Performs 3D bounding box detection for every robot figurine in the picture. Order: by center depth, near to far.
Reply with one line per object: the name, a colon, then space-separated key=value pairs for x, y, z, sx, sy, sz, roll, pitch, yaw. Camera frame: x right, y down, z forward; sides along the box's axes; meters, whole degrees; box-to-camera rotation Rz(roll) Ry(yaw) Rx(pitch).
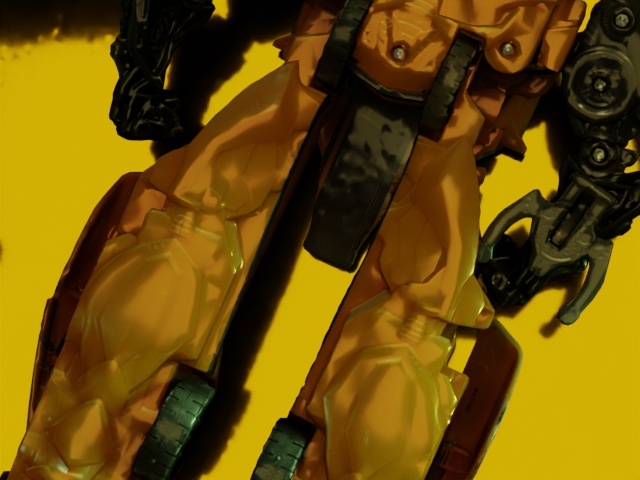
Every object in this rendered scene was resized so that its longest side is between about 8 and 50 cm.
robot figurine: x=0.000 y=0.000 z=0.727 sx=0.211 sy=0.085 sz=0.291 roll=25 pitch=88 yaw=5
